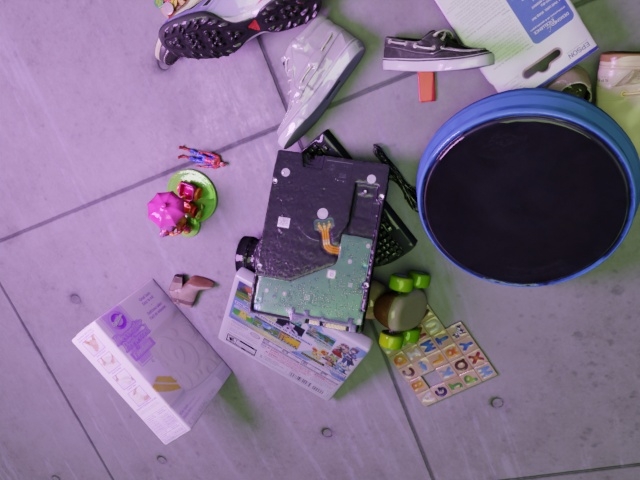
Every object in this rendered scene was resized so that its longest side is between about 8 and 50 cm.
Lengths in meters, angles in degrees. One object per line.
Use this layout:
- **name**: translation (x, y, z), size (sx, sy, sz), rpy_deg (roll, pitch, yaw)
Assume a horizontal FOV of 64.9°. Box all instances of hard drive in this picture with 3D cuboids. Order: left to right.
- **hard drive**: translation (0.000, 0.000, 1.022), size (0.236, 0.064, 0.339), rpy_deg (9, 85, 10)

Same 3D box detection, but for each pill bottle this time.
- **pill bottle**: translation (-0.073, 0.047, 1.129), size (0.219, 0.123, 0.123), rpy_deg (7, 111, 12)

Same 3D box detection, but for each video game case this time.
- **video game case**: translation (-0.074, 0.230, 1.179), size (0.328, 0.036, 0.300), rpy_deg (29, 139, 3)

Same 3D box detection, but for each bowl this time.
- **bowl**: translation (0.368, -0.077, 0.930), size (0.390, 0.077, 0.392), rpy_deg (12, 128, 16)

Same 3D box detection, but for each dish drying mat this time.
- **dish drying mat**: translation (0.208, -0.315, 0.989), size (0.032, 0.008, 0.083), rpy_deg (-2, 108, 15)

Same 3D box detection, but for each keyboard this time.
- **keyboard**: translation (0.097, -0.101, 1.082), size (0.201, 0.033, 0.317), rpy_deg (-37, 97, 23)

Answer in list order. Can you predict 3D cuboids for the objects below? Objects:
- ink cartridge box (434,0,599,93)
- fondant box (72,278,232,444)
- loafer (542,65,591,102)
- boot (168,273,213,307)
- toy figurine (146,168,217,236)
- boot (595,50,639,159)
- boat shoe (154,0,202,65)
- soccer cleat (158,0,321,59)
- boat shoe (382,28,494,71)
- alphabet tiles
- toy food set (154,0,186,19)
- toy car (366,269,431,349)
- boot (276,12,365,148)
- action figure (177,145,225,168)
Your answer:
- **ink cartridge box**: translation (0.306, -0.437, 0.889), size (0.175, 0.069, 0.371), rpy_deg (-34, 96, 22)
- **fondant box**: translation (-0.396, 0.287, 1.235), size (0.096, 0.238, 0.330), rpy_deg (-37, 97, 23)
- **loafer**: translation (0.420, -0.186, 0.933), size (0.101, 0.092, 0.269), rpy_deg (14, 112, 10)
- **boot**: translation (-0.327, 0.132, 1.274), size (0.118, 0.042, 0.087), rpy_deg (14, 118, 11)
- **toy figurine**: translation (-0.331, -0.061, 1.137), size (0.130, 0.159, 0.173), rpy_deg (22, 114, 6)
- **boot**: translation (0.604, -0.216, 0.875), size (0.261, 0.095, 0.204), rpy_deg (6, 114, 7)
- **boat shoe**: translation (-0.251, -0.438, 1.025), size (0.073, 0.080, 0.223), rpy_deg (46, 109, 1)
- **soccer cleat**: translation (-0.158, -0.444, 0.963), size (0.318, 0.109, 0.117), rpy_deg (-16, 67, 8)
- **boat shoe**: translation (0.206, -0.342, 0.908), size (0.219, 0.077, 0.070), rpy_deg (15, 116, 36)
- **alphabet tiles**: translation (0.263, 0.263, 1.181), size (0.198, 0.009, 0.237), rpy_deg (-33, 99, 23)
- **toy food set**: translation (-0.303, -0.499, 1.048), size (0.083, 0.020, 0.083), rpy_deg (36, 114, 0)
- **toy car**: translation (0.129, 0.132, 1.124), size (0.188, 0.148, 0.155), rpy_deg (16, 102, 36)
- **boot**: translation (-0.034, -0.319, 1.015), size (0.123, 0.095, 0.258), rpy_deg (41, 106, 4)
- **action figure**: translation (-0.270, -0.186, 1.149), size (0.115, 0.030, 0.038), rpy_deg (15, 107, 7)
